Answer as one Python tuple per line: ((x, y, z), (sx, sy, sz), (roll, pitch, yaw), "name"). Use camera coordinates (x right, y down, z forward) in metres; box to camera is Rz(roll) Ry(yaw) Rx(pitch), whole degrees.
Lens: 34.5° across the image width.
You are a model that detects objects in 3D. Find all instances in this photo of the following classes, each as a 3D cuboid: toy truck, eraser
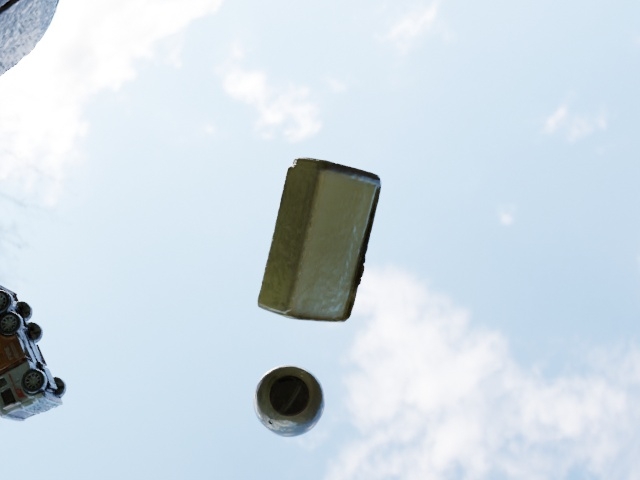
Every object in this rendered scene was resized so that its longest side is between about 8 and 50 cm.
((-0.418, 0.156, 1.346), (0.115, 0.080, 0.177), (-30, -109, -1), "toy truck")
((0.000, 0.000, 1.126), (0.058, 0.117, 0.172), (15, -86, 38), "eraser")

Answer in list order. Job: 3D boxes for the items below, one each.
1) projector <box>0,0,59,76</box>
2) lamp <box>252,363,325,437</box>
((-0.569, -0.344, 1.259), (0.395, 0.242, 0.405), (38, -130, -1), "projector")
((-0.040, 0.213, 1.327), (0.091, 0.163, 0.091), (0, -109, -1), "lamp")
